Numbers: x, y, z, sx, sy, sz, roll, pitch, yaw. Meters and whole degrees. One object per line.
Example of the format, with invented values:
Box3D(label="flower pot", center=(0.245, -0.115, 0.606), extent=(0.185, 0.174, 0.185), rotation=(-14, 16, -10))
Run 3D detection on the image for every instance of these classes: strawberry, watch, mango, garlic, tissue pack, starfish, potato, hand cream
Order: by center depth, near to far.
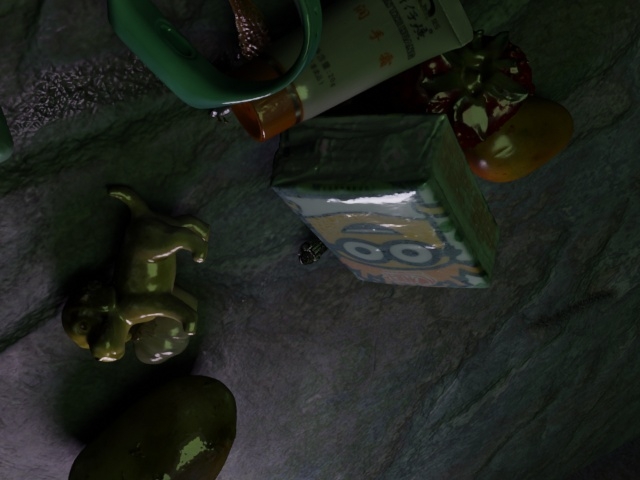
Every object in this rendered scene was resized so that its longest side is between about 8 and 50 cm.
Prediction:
Box3D(label="watch", center=(-0.112, -0.242, 0.807), extent=(0.195, 0.237, 0.068), rotation=(-41, -172, 29))
Box3D(label="hand cream", center=(0.039, -0.223, 0.958), extent=(0.314, 0.089, 0.140), rotation=(-37, 106, -17))
Box3D(label="starfish", center=(-0.038, -0.226, 1.000), extent=(0.247, 0.050, 0.138), rotation=(-3, 129, -47))
Box3D(label="strawberry", center=(0.176, -0.202, 1.111), extent=(0.186, 0.184, 0.201), rotation=(-30, 170, -20))
Box3D(label="tissue pack", center=(0.101, -0.046, 1.139), extent=(0.311, 0.227, 0.128), rotation=(47, 53, -53))
Box3D(label="garlic", center=(-0.221, 0.126, 1.172), extent=(0.094, 0.074, 0.113), rotation=(16, 101, -35))
Box3D(label="potato", center=(-0.251, 0.339, 1.277), extent=(0.307, 0.173, 0.210), rotation=(-46, 140, 12))
Box3D(label="mango", center=(0.314, -0.162, 1.299), extent=(0.253, 0.113, 0.139), rotation=(-13, 131, -40))

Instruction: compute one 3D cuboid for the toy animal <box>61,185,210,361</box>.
Box3D(label="toy animal", center=(-0.230, 0.058, 1.058), extent=(0.168, 0.121, 0.233), rotation=(21, 109, -13))

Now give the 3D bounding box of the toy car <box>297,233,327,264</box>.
Box3D(label="toy car", center=(0.000, 0.000, 1.267), extent=(0.093, 0.025, 0.041), rotation=(-41, 141, -4))

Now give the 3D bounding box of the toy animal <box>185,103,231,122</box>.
Box3D(label="toy animal", center=(-0.119, -0.159, 0.998), extent=(0.084, 0.050, 0.028), rotation=(4, 107, -44))

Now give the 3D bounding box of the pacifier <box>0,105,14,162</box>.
Box3D(label="pacifier", center=(-0.393, -0.099, 0.624), extent=(0.269, 0.344, 0.288), rotation=(-23, 175, 5))
